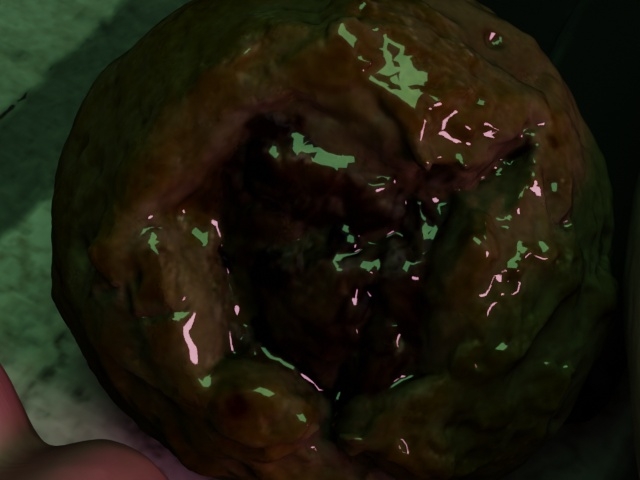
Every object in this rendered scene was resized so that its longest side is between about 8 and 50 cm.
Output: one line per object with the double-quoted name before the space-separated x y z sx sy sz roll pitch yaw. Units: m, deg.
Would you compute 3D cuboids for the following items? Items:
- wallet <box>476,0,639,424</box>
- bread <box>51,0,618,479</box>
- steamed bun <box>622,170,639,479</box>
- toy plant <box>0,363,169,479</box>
"wallet" 0.101 -0.106 0.892 0.228 0.062 0.406 23 52 10
"bread" 0.000 0.000 0.687 0.230 0.230 0.123 26 16 12
"steamed bun" 0.242 0.037 0.695 0.247 0.236 0.383 7 43 9
"toy plant" -0.092 0.148 0.572 0.356 0.210 0.317 40 54 7
